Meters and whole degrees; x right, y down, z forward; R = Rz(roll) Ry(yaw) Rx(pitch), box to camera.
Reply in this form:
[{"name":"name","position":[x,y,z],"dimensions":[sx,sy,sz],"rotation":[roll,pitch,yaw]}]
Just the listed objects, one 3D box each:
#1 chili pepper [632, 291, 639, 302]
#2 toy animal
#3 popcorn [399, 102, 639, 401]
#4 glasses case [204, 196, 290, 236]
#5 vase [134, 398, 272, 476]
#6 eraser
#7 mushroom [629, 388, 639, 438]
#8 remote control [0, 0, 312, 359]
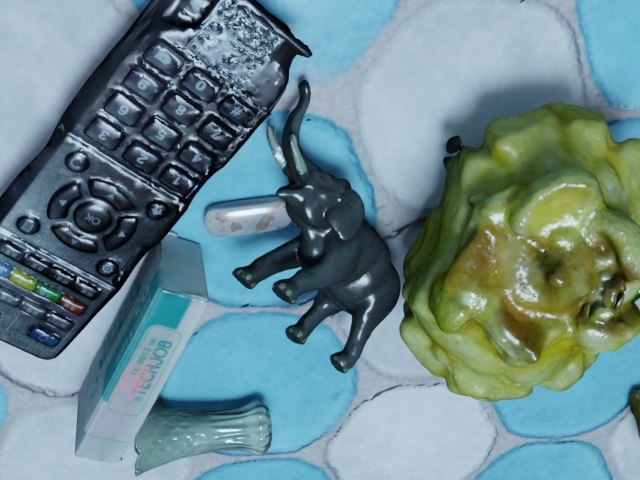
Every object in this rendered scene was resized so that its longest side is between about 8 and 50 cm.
[{"name":"chili pepper","position":[0.342,0.012,0.789],"dimensions":[0.227,0.059,0.088],"rotation":[-42,116,14]},{"name":"toy animal","position":[-0.007,0.004,0.684],"dimensions":[0.137,0.082,0.269],"rotation":[-43,126,-24]},{"name":"popcorn","position":[0.187,0.019,0.672],"dimensions":[0.215,0.252,0.286],"rotation":[26,113,21]},{"name":"glasses case","position":[-0.069,-0.022,0.708],"dimensions":[0.083,0.021,0.032],"rotation":[-7,125,-7]},{"name":"vase","position":[-0.130,0.211,0.819],"dimensions":[0.148,0.081,0.081],"rotation":[-2,123,-14]},{"name":"eraser","position":[-0.179,0.107,0.728],"dimensions":[0.052,0.095,0.225],"rotation":[20,117,-26]},{"name":"mushroom","position":[0.539,0.155,0.899],"dimensions":[0.351,0.095,0.123],"rotation":[-38,104,12]},{"name":"remote control","position":[-0.183,-0.056,0.641],"dimensions":[0.144,0.062,0.399],"rotation":[35,112,-27]}]
